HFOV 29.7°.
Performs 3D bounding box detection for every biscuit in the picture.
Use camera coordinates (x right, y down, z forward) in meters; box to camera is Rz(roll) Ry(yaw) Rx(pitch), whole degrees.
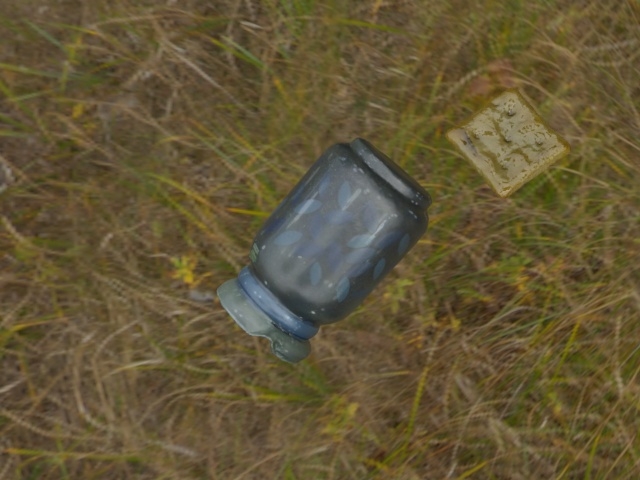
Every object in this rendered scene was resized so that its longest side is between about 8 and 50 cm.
[{"bbox_3d":[0.164,-0.086,1.055,0.081,0.018,0.083,-33,68,-12],"label":"biscuit"}]

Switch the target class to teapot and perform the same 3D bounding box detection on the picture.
[{"bbox_3d":[-0.002,-0.001,0.460,0.083,0.049,0.063,-48,48,9],"label":"teapot"}]
